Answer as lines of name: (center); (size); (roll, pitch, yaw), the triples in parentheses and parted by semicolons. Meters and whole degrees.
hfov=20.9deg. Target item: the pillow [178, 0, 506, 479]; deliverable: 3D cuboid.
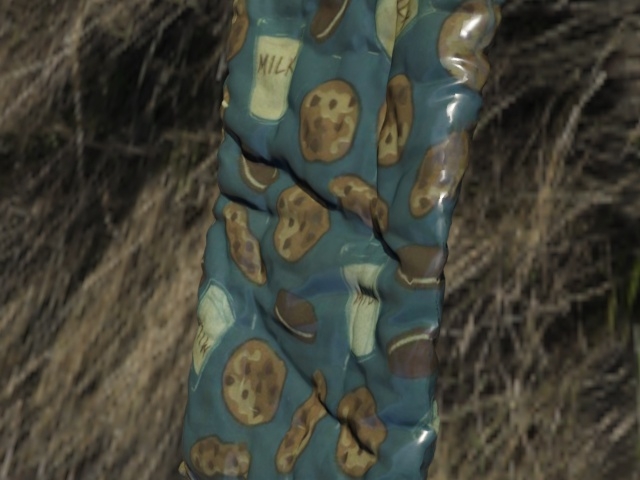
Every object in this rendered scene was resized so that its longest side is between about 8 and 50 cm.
pillow: (0.001, -0.002, 0.750); (0.034, 0.255, 0.189); (10, 178, -32)
